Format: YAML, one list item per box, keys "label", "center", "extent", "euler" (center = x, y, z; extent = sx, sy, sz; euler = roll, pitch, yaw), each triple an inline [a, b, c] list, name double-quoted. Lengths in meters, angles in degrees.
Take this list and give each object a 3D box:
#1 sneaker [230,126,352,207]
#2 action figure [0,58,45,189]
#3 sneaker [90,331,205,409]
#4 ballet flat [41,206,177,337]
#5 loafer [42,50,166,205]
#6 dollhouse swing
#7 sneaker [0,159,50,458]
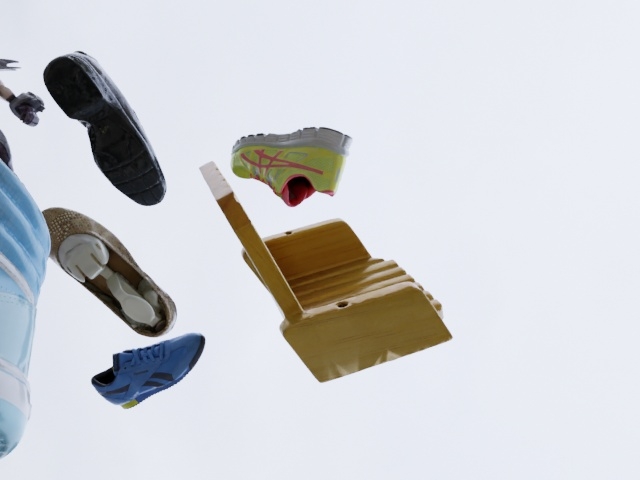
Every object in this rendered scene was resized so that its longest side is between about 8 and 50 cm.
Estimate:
- label: "sneaker"
  center: [-0.051, -0.090, 0.817]
  extent: [0.209, 0.082, 0.094]
  euler: [-1, -97, 46]
- label: "action figure"
  center: [-0.479, -0.143, 0.876]
  extent: [0.099, 0.186, 0.284]
  euler: [31, -48, 58]
- label: "sneaker"
  center: [-0.278, 0.199, 0.991]
  extent: [0.209, 0.082, 0.069]
  euler: [-32, -146, 19]
- label: "ballet flat"
  center: [-0.245, 0.040, 0.725]
  extent: [0.073, 0.206, 0.067]
  euler: [-48, -159, -3]
- label: "loafer"
  center: [-0.204, -0.114, 0.630]
  extent: [0.062, 0.061, 0.170]
  euler: [-17, -63, 16]
- label: "dollhouse swing"
  center: [0.000, 0.000, 1.030]
  extent: [0.347, 0.316, 0.304]
  euler: [-131, -152, -65]
- label: "sneaker"
  center: [-0.305, -0.009, 0.342]
  extent: [0.127, 0.319, 0.208]
  euler: [-34, -140, 29]
